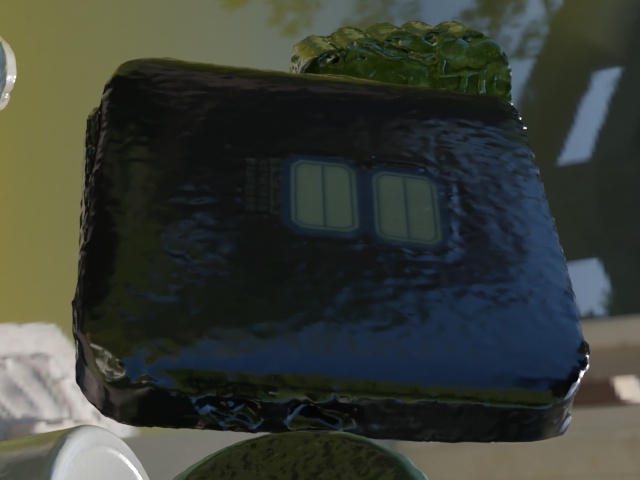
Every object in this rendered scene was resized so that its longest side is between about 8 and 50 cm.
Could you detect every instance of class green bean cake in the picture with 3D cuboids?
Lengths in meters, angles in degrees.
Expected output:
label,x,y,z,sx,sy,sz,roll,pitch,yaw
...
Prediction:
label,x,y,z,sx,sy,sz,roll,pitch,yaw
green bean cake,0.075,-0.099,1.397,0.113,0.200,0.214,-112,-161,-70

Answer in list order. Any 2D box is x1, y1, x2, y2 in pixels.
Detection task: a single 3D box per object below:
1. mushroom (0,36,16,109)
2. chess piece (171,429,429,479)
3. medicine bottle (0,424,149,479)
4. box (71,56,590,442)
label,x,y,z,sx,sy,sz,roll,pitch,yaw
mushroom,-0.383,-0.159,1.366,0.234,0.260,0.254,-22,125,-55
chess piece,0.002,0.229,0.692,0.139,0.139,0.272,-54,145,-47
medicine bottle,-0.277,0.295,1.287,0.238,0.231,0.238,-13,90,-74
box,0.000,0.000,1.069,0.359,0.350,0.091,-96,-166,-50
